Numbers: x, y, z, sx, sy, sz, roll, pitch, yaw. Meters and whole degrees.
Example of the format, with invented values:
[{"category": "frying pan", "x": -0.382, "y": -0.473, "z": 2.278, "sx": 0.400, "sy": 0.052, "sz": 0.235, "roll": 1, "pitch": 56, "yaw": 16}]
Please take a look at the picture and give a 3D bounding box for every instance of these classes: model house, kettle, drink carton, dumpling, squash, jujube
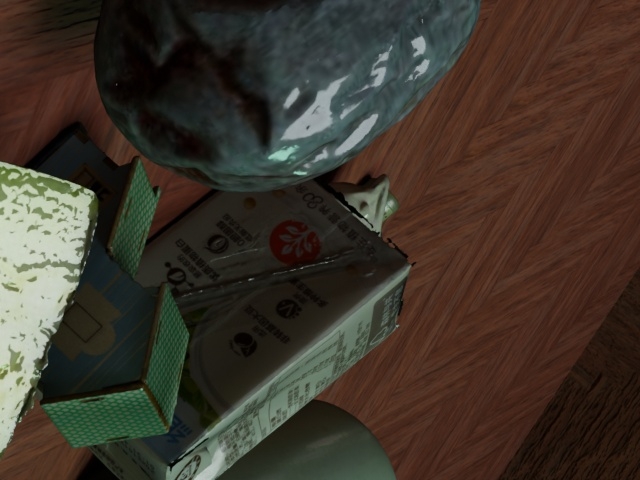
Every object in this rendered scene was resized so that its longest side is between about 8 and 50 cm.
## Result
[{"category": "model house", "x": -0.197, "y": 0.072, "z": 1.617, "sx": 0.271, "sy": 0.206, "sz": 0.178, "roll": -44, "pitch": 160, "yaw": -15}, {"category": "kettle", "x": -0.147, "y": 0.352, "z": 2.299, "sx": 0.361, "sy": 0.250, "sz": 0.376, "roll": -26, "pitch": 171, "yaw": 31}, {"category": "drink carton", "x": -0.092, "y": 0.085, "z": 1.895, "sx": 0.324, "sy": 0.194, "sz": 0.132, "roll": -38, "pitch": 157, "yaw": -27}, {"category": "dumpling", "x": 0.002, "y": -0.001, "z": 2.097, "sx": 0.169, "sy": 0.100, "sz": 0.134, "roll": -69, "pitch": -165, "yaw": -11}, {"category": "squash", "x": -0.291, "y": 0.044, "z": 1.434, "sx": 0.155, "sy": 0.204, "sz": 0.237, "roll": -101, "pitch": -147, "yaw": -86}, {"category": "jujube", "x": -0.025, "y": -0.169, "z": 1.475, "sx": 0.308, "sy": 0.246, "sz": 0.215, "roll": -35, "pitch": 156, "yaw": -19}]

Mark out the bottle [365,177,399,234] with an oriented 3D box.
[{"category": "bottle", "x": 0.039, "y": -0.019, "z": 2.209, "sx": 0.101, "sy": 0.063, "sz": 0.047, "roll": -44, "pitch": -171, "yaw": -5}]
